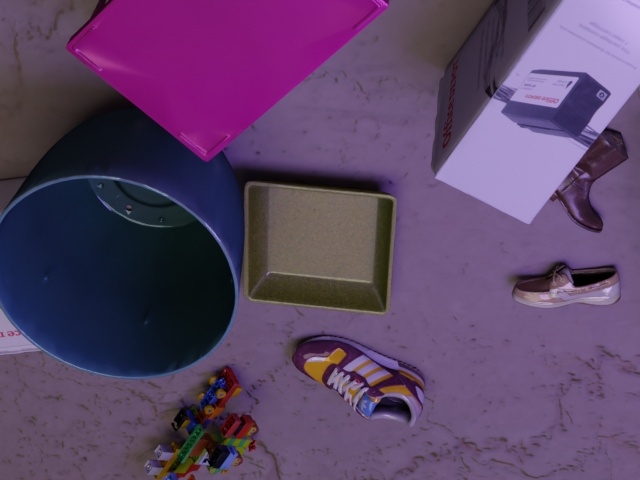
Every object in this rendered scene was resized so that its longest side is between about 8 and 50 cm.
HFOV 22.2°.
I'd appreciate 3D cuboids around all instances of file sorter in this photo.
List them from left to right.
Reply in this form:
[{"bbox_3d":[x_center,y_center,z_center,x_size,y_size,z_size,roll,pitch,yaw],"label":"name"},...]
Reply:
[{"bbox_3d":[-0.090,-0.275,1.758,0.202,0.182,0.291,39,124,-20],"label":"file sorter"}]

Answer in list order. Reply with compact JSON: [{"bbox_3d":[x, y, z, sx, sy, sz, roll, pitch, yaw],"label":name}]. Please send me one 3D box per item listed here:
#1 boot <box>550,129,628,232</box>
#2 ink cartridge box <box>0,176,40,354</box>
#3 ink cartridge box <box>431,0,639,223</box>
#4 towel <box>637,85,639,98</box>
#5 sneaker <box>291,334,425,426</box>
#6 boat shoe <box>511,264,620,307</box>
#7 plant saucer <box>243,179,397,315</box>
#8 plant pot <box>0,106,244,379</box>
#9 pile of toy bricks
[{"bbox_3d":[0.333,-0.073,1.935,0.106,0.037,0.114,36,119,-20],"label":"boot"},{"bbox_3d":[-0.418,0.037,2.099,0.158,0.092,0.218,-6,123,14],"label":"ink cartridge box"},{"bbox_3d":[0.253,-0.206,1.728,0.129,0.223,0.307,27,126,-12],"label":"ink cartridge box"},{"bbox_3d":[0.398,-0.188,1.852,0.083,0.009,0.060,-16,122,19],"label":"towel"},{"bbox_3d":[0.049,0.187,2.140,0.185,0.084,0.069,16,127,-4],"label":"sneaker"},{"bbox_3d":[0.306,0.053,2.025,0.135,0.050,0.045,-3,123,-1],"label":"boat shoe"},{"bbox_3d":[0.000,0.000,2.034,0.188,0.045,0.188,6,127,5],"label":"plant saucer"},{"bbox_3d":[-0.222,-0.020,1.935,0.293,0.235,0.293,4,126,6],"label":"plant pot"},{"bbox_3d":[-0.139,0.282,2.243,0.105,0.118,0.212,11,125,-41],"label":"pile of toy bricks"}]
